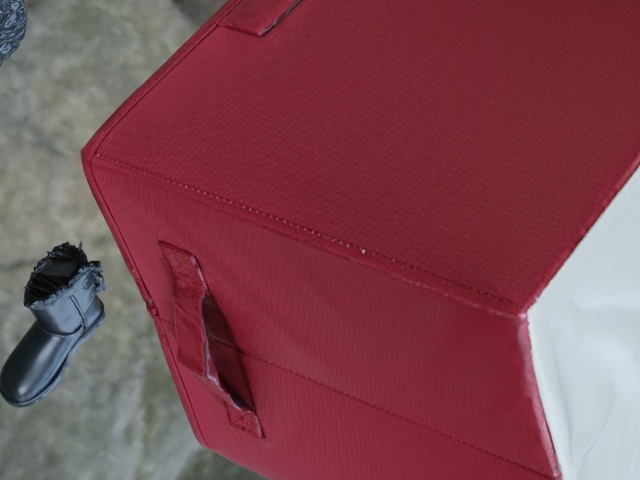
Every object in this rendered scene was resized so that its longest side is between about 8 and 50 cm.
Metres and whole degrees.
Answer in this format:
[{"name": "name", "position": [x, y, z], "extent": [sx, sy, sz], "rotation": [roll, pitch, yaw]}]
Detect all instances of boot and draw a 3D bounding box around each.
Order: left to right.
[{"name": "boot", "position": [-0.214, 0.064, 1.252], "extent": [0.121, 0.045, 0.099], "rotation": [-50, 162, -22]}]

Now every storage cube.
[{"name": "storage cube", "position": [0.059, -0.004, 0.631], "extent": [0.215, 0.193, 0.184], "rotation": [-47, 141, -29]}]

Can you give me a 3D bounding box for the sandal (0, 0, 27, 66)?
[{"name": "sandal", "position": [-0.389, -0.118, 1.014], "extent": [0.445, 0.107, 0.167], "rotation": [-22, 156, -36]}]
